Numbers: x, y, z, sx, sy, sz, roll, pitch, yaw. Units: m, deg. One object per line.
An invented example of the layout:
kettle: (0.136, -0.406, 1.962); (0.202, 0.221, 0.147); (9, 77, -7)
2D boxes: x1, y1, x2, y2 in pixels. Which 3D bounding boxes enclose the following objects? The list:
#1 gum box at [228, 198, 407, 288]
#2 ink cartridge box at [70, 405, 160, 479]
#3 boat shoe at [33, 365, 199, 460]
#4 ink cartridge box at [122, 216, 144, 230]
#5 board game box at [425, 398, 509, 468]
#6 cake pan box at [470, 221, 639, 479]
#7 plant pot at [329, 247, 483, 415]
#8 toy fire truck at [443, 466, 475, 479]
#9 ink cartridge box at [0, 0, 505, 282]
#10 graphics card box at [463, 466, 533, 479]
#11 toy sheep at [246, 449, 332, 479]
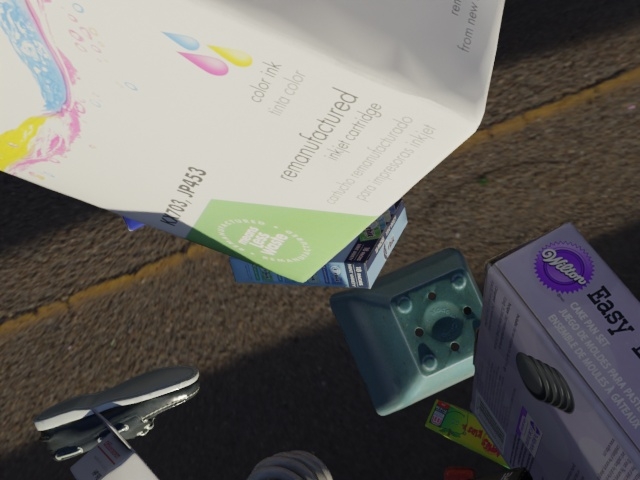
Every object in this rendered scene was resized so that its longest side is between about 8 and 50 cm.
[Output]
gum box: (0.000, 0.000, 1.208); (0.184, 0.157, 0.041); (0, 121, 24)
ink cartridge box: (-0.190, 0.260, 0.958); (0.060, 0.104, 0.180); (-41, 106, -19)
boat shoe: (-0.335, 0.295, 1.610); (0.302, 0.114, 0.091); (-17, 102, 13)
ink cartridge box: (-0.125, -0.153, 1.296); (0.395, 0.270, 0.151); (-21, 95, 32)
board game box: (0.245, 0.280, 1.301); (0.181, 0.092, 0.043); (21, 86, 35)
cake pan box: (0.192, 0.152, 0.611); (0.070, 0.267, 0.246); (-27, 60, -9)
plant pot: (0.187, 0.150, 1.670); (0.247, 0.252, 0.247); (-23, 84, -11)
toy fire truck: (0.166, 0.444, 1.210); (0.169, 0.254, 0.302); (3, 78, 7)
ink cartridge box: (-0.123, -0.116, 0.395); (0.353, 0.207, 0.119); (21, 65, -12)
graphics card box: (-0.049, 0.261, 0.582); (0.370, 0.232, 0.094); (-24, 89, 29)
toy sheep: (-0.035, 0.245, 0.896); (0.091, 0.132, 0.091); (10, 114, 22)
